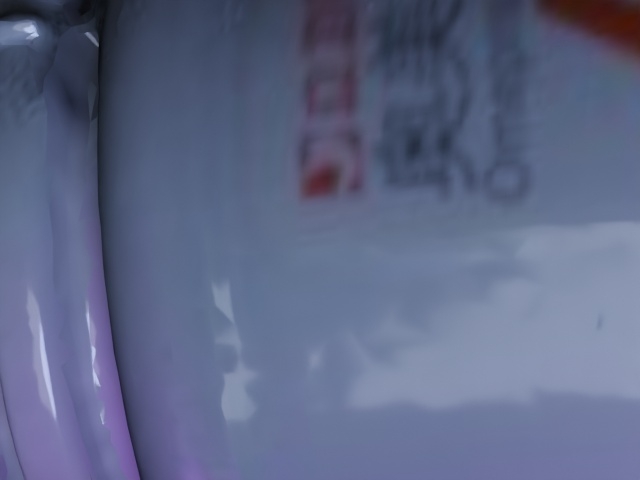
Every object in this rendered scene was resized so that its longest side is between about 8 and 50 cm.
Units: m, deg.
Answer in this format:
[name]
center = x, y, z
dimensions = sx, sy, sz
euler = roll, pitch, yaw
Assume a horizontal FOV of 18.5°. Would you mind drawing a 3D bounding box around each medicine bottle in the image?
[medicine bottle]
center = 0.000, 0.000, 0.580
dimensions = 0.324, 0.256, 0.256
euler = -4, 117, 12
